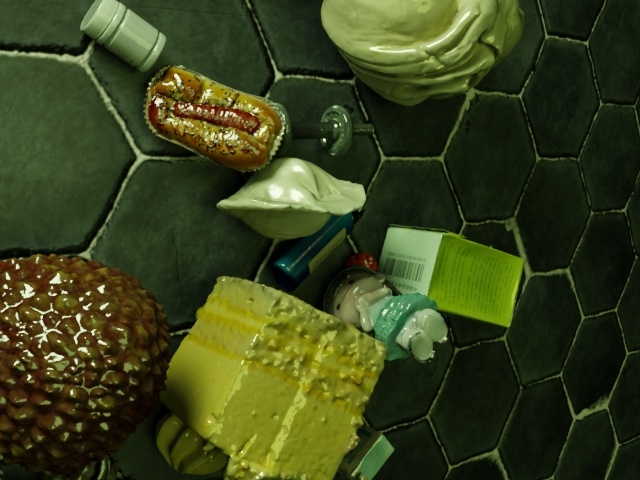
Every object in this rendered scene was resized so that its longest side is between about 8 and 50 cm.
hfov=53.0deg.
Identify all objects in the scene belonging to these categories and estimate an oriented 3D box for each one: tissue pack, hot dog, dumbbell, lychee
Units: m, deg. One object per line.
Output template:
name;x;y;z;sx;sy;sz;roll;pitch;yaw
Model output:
tissue pack;0.074;0.380;1.136;0.094;0.074;0.058;-45;112;-20
hot dog;-0.144;-0.163;0.870;0.191;0.059;0.108;20;90;-8
dumbbell;-0.021;-0.168;0.981;0.254;0.082;0.081;-8;101;-34
lychee;-0.310;0.123;0.727;0.271;0.271;0.271;-6;100;-35

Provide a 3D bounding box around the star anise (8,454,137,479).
star anise;-0.337;0.355;0.844;0.182;0.065;0.195;-42;122;-22

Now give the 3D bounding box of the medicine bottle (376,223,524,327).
medicine bottle;0.232;0.067;1.161;0.250;0.137;0.141;16;87;-37

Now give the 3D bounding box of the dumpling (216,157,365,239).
dumpling;-0.033;-0.059;0.934;0.216;0.166;0.126;20;84;-43

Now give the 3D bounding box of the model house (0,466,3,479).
model house;-0.455;0.273;0.650;0.198;0.224;0.215;-45;120;-21

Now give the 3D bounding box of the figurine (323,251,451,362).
figurine;0.103;0.108;1.012;0.138;0.245;0.110;-50;123;-12

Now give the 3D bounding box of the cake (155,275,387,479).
cake;-0.087;0.221;0.903;0.222;0.227;0.286;31;77;-30

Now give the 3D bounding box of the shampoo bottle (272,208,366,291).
shampoo bottle;0.000;0.000;1.026;0.183;0.050;0.087;-45;160;-22

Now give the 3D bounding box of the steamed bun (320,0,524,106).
steamed bun;0.143;-0.314;0.978;0.289;0.276;0.203;-1;110;-60

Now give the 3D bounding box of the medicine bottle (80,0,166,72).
medicine bottle;-0.250;-0.263;0.816;0.091;0.058;0.058;32;78;-34
